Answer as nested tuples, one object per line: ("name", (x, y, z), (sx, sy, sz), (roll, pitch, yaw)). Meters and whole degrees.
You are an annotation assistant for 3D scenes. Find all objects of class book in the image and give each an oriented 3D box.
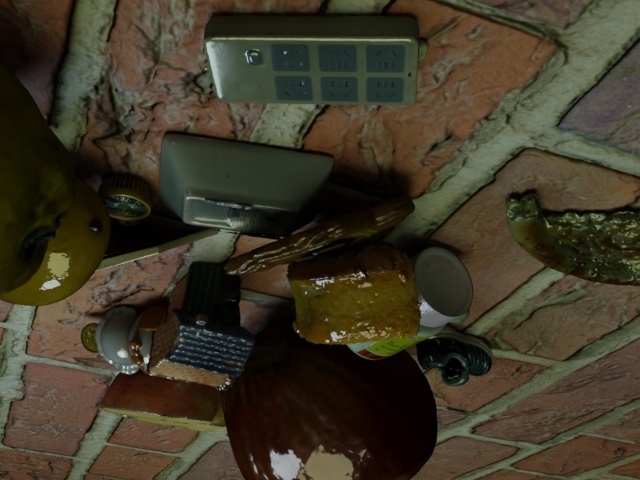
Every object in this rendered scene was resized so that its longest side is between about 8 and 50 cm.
("book", (-0.304, 0.024, 1.457), (0.242, 0.018, 0.170), (-14, -176, 27))

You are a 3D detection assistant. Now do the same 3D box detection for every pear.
("pear", (-0.499, -0.091, 1.053), (0.413, 0.352, 0.352), (20, 147, -21))

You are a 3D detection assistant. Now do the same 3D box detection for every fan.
("fan", (-0.295, -0.049, 1.400), (0.082, 0.039, 0.155), (5, 153, -3))

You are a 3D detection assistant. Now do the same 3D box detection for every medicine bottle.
("medicine bottle", (0.137, 0.107, 1.530), (0.139, 0.139, 0.225), (19, 148, -26))

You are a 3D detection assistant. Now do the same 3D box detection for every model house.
("model house", (-0.192, 0.144, 1.590), (0.166, 0.183, 0.172), (14, 150, -20))

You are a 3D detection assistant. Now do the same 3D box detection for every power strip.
("power strip", (-0.010, -0.210, 1.067), (0.270, 0.046, 0.118), (2, 151, 5))

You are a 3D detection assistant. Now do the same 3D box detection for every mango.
("mango", (-0.435, 0.004, 1.359), (0.332, 0.195, 0.142), (-20, 170, 41))

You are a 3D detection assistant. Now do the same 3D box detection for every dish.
("dish", (-0.114, -0.061, 1.317), (0.243, 0.080, 0.182), (7, 151, -7))

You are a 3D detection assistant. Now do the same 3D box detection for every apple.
("apple", (-0.300, 0.301, 1.901), (0.251, 0.163, 0.293), (4, 162, 17))

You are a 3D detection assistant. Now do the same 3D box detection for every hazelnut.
("hazelnut", (0.004, 0.322, 1.743), (0.421, 0.353, 0.421), (21, 133, 25))

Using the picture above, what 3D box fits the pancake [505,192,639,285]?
("pancake", (0.431, 0.011, 1.411), (0.376, 0.054, 0.197), (16, 148, -23))

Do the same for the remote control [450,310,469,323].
("remote control", (0.212, 0.133, 1.695), (0.124, 0.018, 0.053), (8, 150, -9))

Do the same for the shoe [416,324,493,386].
("shoe", (0.259, 0.235, 1.787), (0.207, 0.106, 0.091), (23, 147, -40))

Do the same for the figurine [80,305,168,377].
("figurine", (-0.344, 0.195, 1.753), (0.271, 0.143, 0.143), (-2, 151, 8))

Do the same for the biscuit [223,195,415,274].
("biscuit", (0.000, 0.000, 1.325), (0.290, 0.041, 0.208), (-20, 178, 4))

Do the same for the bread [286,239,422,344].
("bread", (0.029, 0.088, 1.425), (0.147, 0.160, 0.260), (-15, -171, -34))
